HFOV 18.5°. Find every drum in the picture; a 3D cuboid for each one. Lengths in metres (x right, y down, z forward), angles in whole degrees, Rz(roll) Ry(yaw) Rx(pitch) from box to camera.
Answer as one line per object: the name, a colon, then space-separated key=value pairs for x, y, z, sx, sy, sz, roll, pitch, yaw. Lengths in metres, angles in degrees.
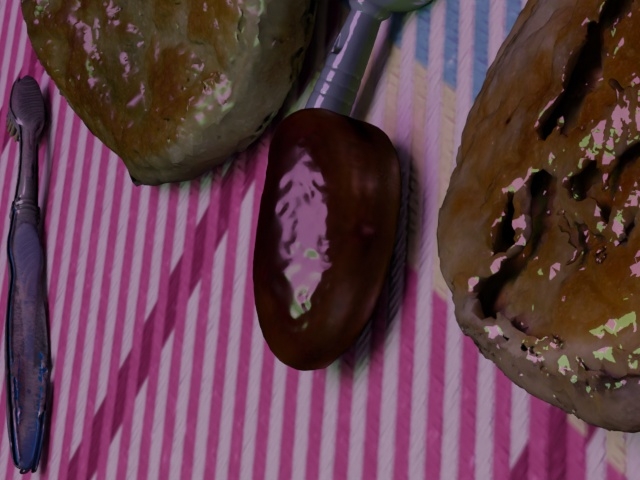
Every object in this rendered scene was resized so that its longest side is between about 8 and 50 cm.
drum: x=0.020 y=-0.153 z=1.323 sx=0.253 sy=0.049 sz=0.130 roll=-59 pitch=33 yaw=14

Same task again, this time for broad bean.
broad bean: x=0.000 y=0.000 z=1.235 sx=0.114 sy=0.084 sz=0.165 roll=174 pitch=108 yaw=-73

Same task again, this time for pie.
pie: x=-0.108 y=-0.199 z=1.450 sx=0.371 sy=0.078 sz=0.296 roll=-47 pitch=55 yaw=43
pie: x=0.175 y=-0.064 z=1.006 sx=0.339 sy=0.077 sz=0.339 roll=-35 pitch=44 yaw=42

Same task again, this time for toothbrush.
toothbrush: x=-0.246 y=0.018 z=1.642 sx=0.042 sy=0.035 sz=0.413 roll=114 pitch=156 yaw=-46
